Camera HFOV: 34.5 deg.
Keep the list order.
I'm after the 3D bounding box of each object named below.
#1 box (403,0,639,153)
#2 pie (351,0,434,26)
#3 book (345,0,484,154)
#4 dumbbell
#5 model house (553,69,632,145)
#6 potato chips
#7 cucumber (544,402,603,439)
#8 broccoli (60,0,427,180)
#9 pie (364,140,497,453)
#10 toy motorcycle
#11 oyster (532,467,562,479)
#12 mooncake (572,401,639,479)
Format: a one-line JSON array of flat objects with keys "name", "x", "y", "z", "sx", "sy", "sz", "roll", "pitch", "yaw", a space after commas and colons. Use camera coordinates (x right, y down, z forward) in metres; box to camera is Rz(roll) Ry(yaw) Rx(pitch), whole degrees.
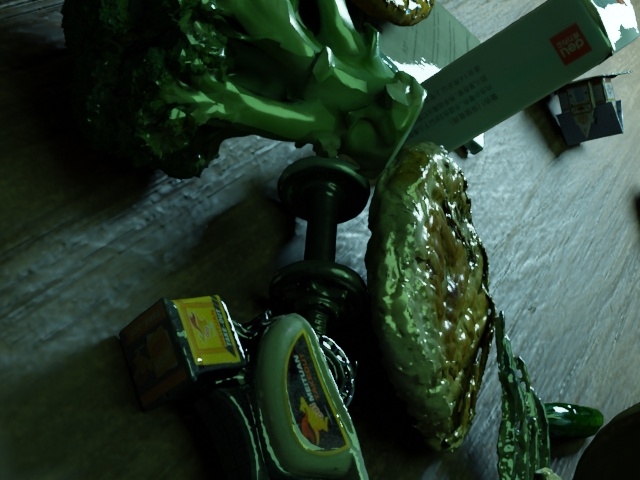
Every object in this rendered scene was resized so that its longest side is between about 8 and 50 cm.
[{"name": "box", "x": 0.182, "y": -0.164, "z": 1.046, "sx": 0.079, "sy": 0.269, "sz": 0.135, "roll": 59, "pitch": 32, "yaw": -2}, {"name": "pie", "x": 0.044, "y": -0.344, "z": 1.153, "sx": 0.273, "sy": 0.069, "sz": 0.273, "roll": 27, "pitch": 48, "yaw": -34}, {"name": "book", "x": 0.102, "y": -0.252, "z": 1.231, "sx": 0.283, "sy": 0.025, "sz": 0.214, "roll": 38, "pitch": 40, "yaw": -27}, {"name": "dumbbell", "x": 0.000, "y": 0.000, "z": 0.854, "sx": 0.082, "sy": 0.082, "sz": 0.253, "roll": 35, "pitch": 41, "yaw": -31}, {"name": "model house", "x": 0.388, "y": -0.189, "z": 1.492, "sx": 0.167, "sy": 0.117, "sz": 0.088, "roll": -19, "pitch": 96, "yaw": -57}, {"name": "potato chips", "x": 0.186, "y": 0.172, "z": 0.967, "sx": 0.092, "sy": 0.028, "sz": 0.207, "roll": 15, "pitch": 69, "yaw": -51}, {"name": "cucumber", "x": 0.263, "y": 0.189, "z": 1.083, "sx": 0.168, "sy": 0.039, "sz": 0.039, "roll": 13, "pitch": 55, "yaw": -50}, {"name": "broccoli", "x": -0.048, "y": -0.150, "z": 0.744, "sx": 0.270, "sy": 0.270, "sz": 0.270, "roll": 32, "pitch": 35, "yaw": 5}, {"name": "pie", "x": 0.101, "y": 0.047, "z": 0.902, "sx": 0.274, "sy": 0.055, "sz": 0.274, "roll": -8, "pitch": 90, "yaw": -68}, {"name": "toy motorcycle", "x": -0.027, "y": 0.164, "z": 0.688, "sx": 0.157, "sy": 0.091, "sz": 0.263, "roll": -2, "pitch": 64, "yaw": -44}, {"name": "oyster", "x": 0.220, "y": 0.284, "z": 0.873, "sx": 0.163, "sy": 0.081, "sz": 0.191, "roll": 79, "pitch": -5, "yaw": -69}, {"name": "mooncake", "x": 0.367, "y": 0.274, "z": 0.938, "sx": 0.156, "sy": 0.284, "sz": 0.284, "roll": -1, "pitch": 66, "yaw": -47}]
